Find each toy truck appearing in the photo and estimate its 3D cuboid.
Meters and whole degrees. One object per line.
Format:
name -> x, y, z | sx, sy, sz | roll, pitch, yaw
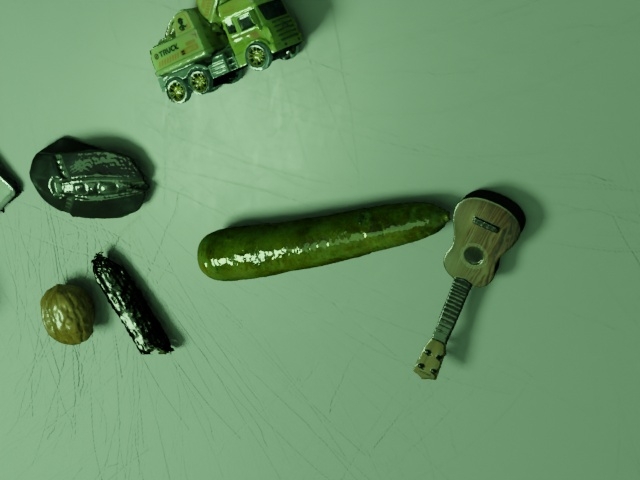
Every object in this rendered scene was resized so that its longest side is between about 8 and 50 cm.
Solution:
toy truck -> -0.124, -0.247, 1.381 | 0.191, 0.085, 0.116 | -17, 101, 33

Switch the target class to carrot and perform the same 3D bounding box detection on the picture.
carrot -> 0.000, 0.000, 1.452 | 0.358, 0.074, 0.074 | -9, 110, 27

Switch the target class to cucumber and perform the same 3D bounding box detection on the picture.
cucumber -> -0.276, 0.095, 1.641 | 0.053, 0.053, 0.181 | -25, 99, 33

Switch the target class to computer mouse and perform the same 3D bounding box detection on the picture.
computer mouse -> -0.332, -0.082, 1.573 | 0.192, 0.062, 0.106 | 8, 117, 24

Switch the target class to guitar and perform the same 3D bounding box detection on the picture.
guitar -> 0.175, 0.062, 1.413 | 0.083, 0.038, 0.271 | 25, 120, 13

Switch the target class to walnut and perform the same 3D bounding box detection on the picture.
walnut -> -0.374, 0.107, 1.677 | 0.079, 0.082, 0.096 | 13, 125, 52

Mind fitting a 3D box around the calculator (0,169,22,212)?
calculator -> -0.575, -0.121, 1.671 | 0.261, 0.021, 0.161 | 44, 127, -11
